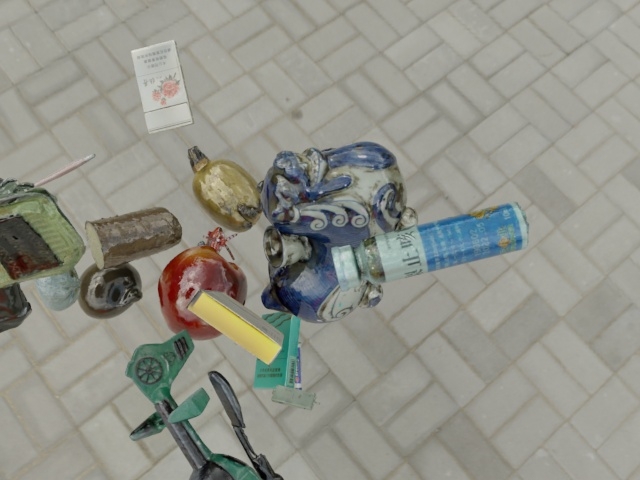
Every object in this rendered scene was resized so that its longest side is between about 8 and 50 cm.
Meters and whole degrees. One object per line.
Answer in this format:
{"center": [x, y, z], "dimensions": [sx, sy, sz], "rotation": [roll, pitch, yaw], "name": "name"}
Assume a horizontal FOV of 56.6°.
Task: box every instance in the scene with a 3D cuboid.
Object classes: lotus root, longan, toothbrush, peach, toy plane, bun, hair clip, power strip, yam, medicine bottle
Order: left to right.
{"center": [-0.403, 0.032, 0.578], "dimensions": [0.321, 0.138, 0.091], "rotation": [-27, 50, -11], "name": "hair clip"}
{"center": [-0.681, -0.148, 1.456], "dimensions": [0.307, 0.025, 0.030], "rotation": [-24, 109, 11], "name": "toothbrush"}
{"center": [-0.626, 0.099, 1.437], "dimensions": [0.083, 0.141, 0.141], "rotation": [-17, 73, -3], "name": "bun"}
{"center": [-0.588, 0.139, 1.674], "dimensions": [0.204, 0.159, 0.185], "rotation": [9, 52, 26], "name": "longan"}
{"center": [-0.501, -0.013, 1.590], "dimensions": [0.238, 0.129, 0.128], "rotation": [-21, 59, -42], "name": "yam"}
{"center": [-0.308, 0.135, 1.512], "dimensions": [0.243, 0.199, 0.243], "rotation": [-1, 77, 4], "name": "peach"}
{"center": [-0.305, 0.049, 1.689], "dimensions": [0.077, 0.126, 0.194], "rotation": [-9, 72, 37], "name": "toy plane"}
{"center": [-0.303, -0.162, 1.827], "dimensions": [0.310, 0.183, 0.183], "rotation": [44, 73, 2], "name": "lotus root"}
{"center": [-0.106, 0.283, 0.657], "dimensions": [0.382, 0.106, 0.155], "rotation": [56, 38, 0], "name": "toy plane"}
{"center": [-0.066, 0.428, 1.611], "dimensions": [0.136, 0.019, 0.051], "rotation": [9, 46, 14], "name": "power strip"}
{"center": [0.108, 0.007, 0.595], "dimensions": [0.191, 0.051, 0.051], "rotation": [-15, 72, 2], "name": "medicine bottle"}

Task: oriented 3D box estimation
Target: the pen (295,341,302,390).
{"center": [-0.071, 0.427, 1.895], "dimensions": [0.025, 0.025, 0.204], "rotation": [-1, 83, -5], "name": "pen"}

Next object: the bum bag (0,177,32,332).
{"center": [-0.553, 0.023, 0.970], "dimensions": [0.142, 0.080, 0.326], "rotation": [2, 112, -11], "name": "bum bag"}

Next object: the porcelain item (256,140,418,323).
{"center": [0.000, 0.000, 0.760], "dimensions": [0.186, 0.288, 0.138], "rotation": [-6, 51, -27], "name": "porcelain item"}

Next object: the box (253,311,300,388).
{"center": [-0.129, 0.326, 1.766], "dimensions": [0.042, 0.161, 0.226], "rotation": [20, 66, -38], "name": "box"}

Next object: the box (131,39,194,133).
{"center": [-0.367, -0.357, 1.386], "dimensions": [0.109, 0.029, 0.198], "rotation": [-12, 91, 6], "name": "box"}

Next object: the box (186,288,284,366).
{"center": [-0.111, 0.118, 0.846], "dimensions": [0.129, 0.247, 0.033], "rotation": [34, 84, 1], "name": "box"}
